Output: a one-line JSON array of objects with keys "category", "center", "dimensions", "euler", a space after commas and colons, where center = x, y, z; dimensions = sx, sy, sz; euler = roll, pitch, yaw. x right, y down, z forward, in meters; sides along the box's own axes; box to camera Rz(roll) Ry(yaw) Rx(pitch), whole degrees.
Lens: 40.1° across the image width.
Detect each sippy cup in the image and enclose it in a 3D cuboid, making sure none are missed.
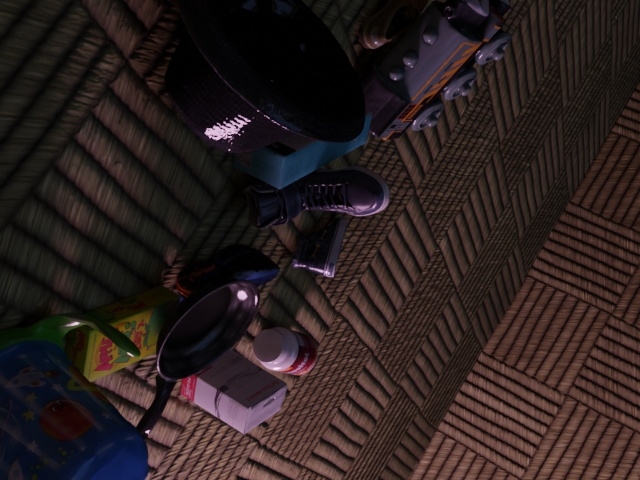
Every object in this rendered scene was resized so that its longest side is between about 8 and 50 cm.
[{"category": "sippy cup", "center": [-0.344, 0.260, 1.089], "dimensions": [0.240, 0.224, 0.305], "euler": [-20, 132, -54]}]

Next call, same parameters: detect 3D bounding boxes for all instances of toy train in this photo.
[{"category": "toy train", "center": [0.192, -0.311, 1.551], "dimensions": [0.334, 0.142, 0.190], "euler": [-45, 164, 30]}]

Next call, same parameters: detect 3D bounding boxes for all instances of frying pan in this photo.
[{"category": "frying pan", "center": [-0.199, 0.181, 1.377], "dimensions": [0.197, 0.053, 0.326], "euler": [-17, 142, -48]}]

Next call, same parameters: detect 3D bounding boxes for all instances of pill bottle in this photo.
[{"category": "pill bottle", "center": [-0.071, 0.214, 1.708], "dimensions": [0.086, 0.086, 0.152], "euler": [-62, 154, -1]}]

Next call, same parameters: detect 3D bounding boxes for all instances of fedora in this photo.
[{"category": "fedora", "center": [-0.093, -0.216, 1.142], "dimensions": [0.152, 0.334, 0.334], "euler": [-37, 166, 27]}]

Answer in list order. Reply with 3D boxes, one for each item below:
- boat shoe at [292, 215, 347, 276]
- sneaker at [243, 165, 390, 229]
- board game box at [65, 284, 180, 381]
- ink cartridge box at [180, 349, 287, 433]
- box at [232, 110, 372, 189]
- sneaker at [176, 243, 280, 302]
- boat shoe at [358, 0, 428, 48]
[{"category": "boat shoe", "center": [0.000, 0.000, 1.671], "dimensions": [0.183, 0.083, 0.065], "euler": [-73, 175, -60]}, {"category": "sneaker", "center": [-0.017, -0.064, 1.395], "dimensions": [0.163, 0.226, 0.086], "euler": [-27, 118, -46]}, {"category": "board game box", "center": [-0.288, 0.136, 1.282], "dimensions": [0.181, 0.043, 0.092], "euler": [-21, 133, -54]}, {"category": "ink cartridge box", "center": [-0.151, 0.258, 1.526], "dimensions": [0.109, 0.150, 0.063], "euler": [-25, 135, -52]}, {"category": "box", "center": [-0.025, -0.165, 1.416], "dimensions": [0.244, 0.101, 0.060], "euler": [-33, 142, -46]}, {"category": "sneaker", "center": [-0.156, 0.069, 1.440], "dimensions": [0.221, 0.083, 0.087], "euler": [-16, 137, -46]}, {"category": "boat shoe", "center": [0.149, -0.397, 1.530], "dimensions": [0.190, 0.072, 0.068], "euler": [-51, 125, -25]}]
